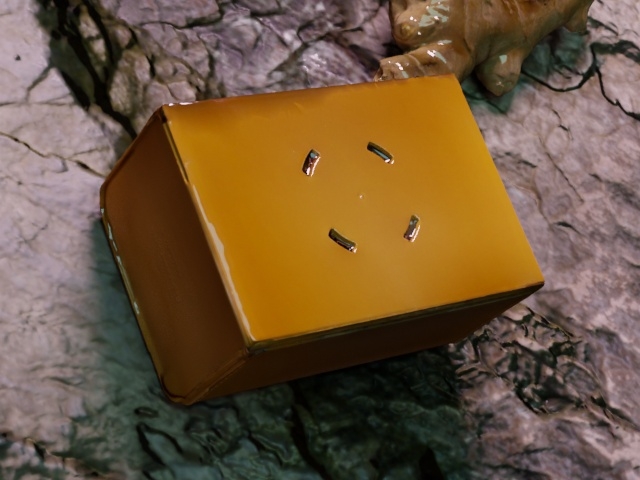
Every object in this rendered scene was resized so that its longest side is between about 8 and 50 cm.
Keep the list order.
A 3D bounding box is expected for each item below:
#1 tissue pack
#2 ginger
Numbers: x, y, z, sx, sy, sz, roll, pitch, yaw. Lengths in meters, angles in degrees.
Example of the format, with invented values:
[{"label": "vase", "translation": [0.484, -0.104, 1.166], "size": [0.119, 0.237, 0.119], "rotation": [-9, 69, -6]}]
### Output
[{"label": "tissue pack", "translation": [0.000, 0.000, 1.255], "size": [0.274, 0.145, 0.194], "rotation": [-9, 67, -34]}, {"label": "ginger", "translation": [0.146, -0.198, 1.494], "size": [0.333, 0.081, 0.148], "rotation": [-23, 81, -38]}]
